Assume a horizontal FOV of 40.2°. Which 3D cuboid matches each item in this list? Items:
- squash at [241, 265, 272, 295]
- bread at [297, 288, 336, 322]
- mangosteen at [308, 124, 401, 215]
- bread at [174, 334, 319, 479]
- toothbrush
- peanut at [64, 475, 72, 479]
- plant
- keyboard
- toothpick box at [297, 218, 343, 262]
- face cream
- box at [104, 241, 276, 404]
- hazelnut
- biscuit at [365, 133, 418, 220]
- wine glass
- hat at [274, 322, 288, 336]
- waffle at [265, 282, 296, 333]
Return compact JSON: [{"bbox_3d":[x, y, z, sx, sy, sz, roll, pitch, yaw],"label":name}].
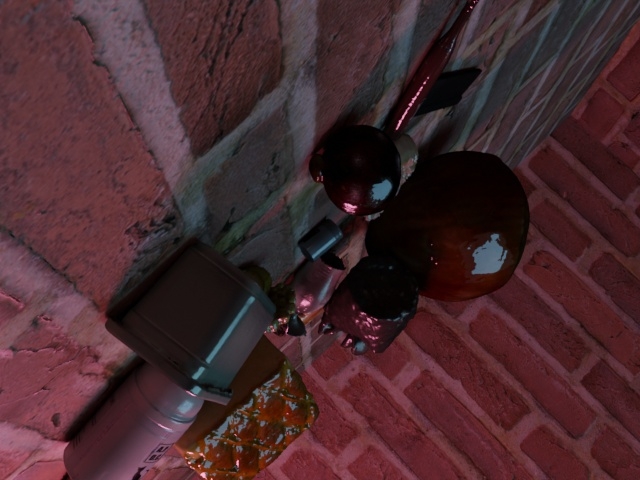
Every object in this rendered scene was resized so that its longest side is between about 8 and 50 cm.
[{"bbox_3d":[-0.131,0.084,1.589,0.200,0.090,0.075,-52,150,-59],"label":"squash"},{"bbox_3d":[-0.030,0.148,2.164,0.177,0.084,0.119,-45,168,3],"label":"bread"},{"bbox_3d":[0.055,-0.111,1.395,0.152,0.152,0.152,-43,169,-10],"label":"mangosteen"},{"bbox_3d":[-0.178,0.331,1.763,0.279,0.207,0.279,-38,146,-14],"label":"bread"},{"bbox_3d":[0.185,-0.286,1.451,0.041,0.041,0.364,-37,167,-35],"label":"toothbrush"},{"bbox_3d":[-0.473,0.496,1.805,0.214,0.090,0.098,-47,180,28],"label":"peanut"},{"bbox_3d":[0.119,0.160,2.058,0.199,0.188,0.276,-49,175,-27],"label":"plant"},{"bbox_3d":[0.236,-0.286,1.700,0.101,0.018,0.309,-52,167,29],"label":"keyboard"},{"bbox_3d":[0.000,0.000,1.804,0.083,0.052,0.052,-41,169,-16],"label":"toothpick box"},{"bbox_3d":[-0.293,0.292,1.556,0.370,0.145,0.145,-48,169,15],"label":"face cream"},{"bbox_3d":[-0.175,0.125,1.340,0.182,0.175,0.312,-52,170,-8],"label":"box"},{"bbox_3d":[0.307,-0.024,2.130,0.420,0.353,0.421,-18,172,-3],"label":"hazelnut"},{"bbox_3d":[0.119,-0.129,1.694,0.179,0.084,0.281,-50,171,4],"label":"biscuit"},{"bbox_3d":[-0.025,0.120,2.018,0.222,0.103,0.103,-56,165,29],"label":"wine glass"},{"bbox_3d":[-0.109,0.163,1.986,0.050,0.121,0.121,4,145,-22],"label":"hat"},{"bbox_3d":[-0.123,0.134,1.617,0.169,0.036,0.183,-22,-158,2],"label":"waffle"}]
